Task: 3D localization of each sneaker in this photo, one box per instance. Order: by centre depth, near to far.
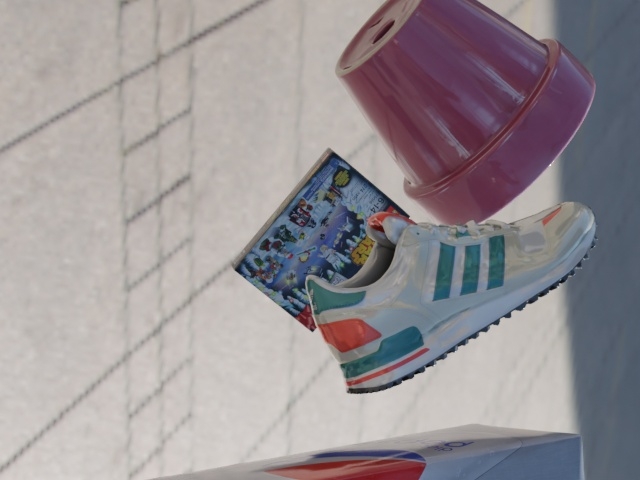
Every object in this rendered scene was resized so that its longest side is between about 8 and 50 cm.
[{"bbox_3d":[0.065,0.008,0.769,0.075,0.161,0.057,60,-15,-6],"label":"sneaker"}]

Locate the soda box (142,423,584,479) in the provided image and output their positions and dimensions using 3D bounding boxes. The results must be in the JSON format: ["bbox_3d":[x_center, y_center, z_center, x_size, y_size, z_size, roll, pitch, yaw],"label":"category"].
[{"bbox_3d":[0.002,0.158,0.770,0.286,0.091,0.098,-4,90,-33],"label":"soda box"}]

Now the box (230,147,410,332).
[{"bbox_3d":[0.000,0.000,1.351,0.137,0.094,0.027,-51,-164,3],"label":"box"}]

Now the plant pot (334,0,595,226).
[{"bbox_3d":[0.120,-0.140,1.412,0.180,0.201,0.201,42,45,-16],"label":"plant pot"}]
